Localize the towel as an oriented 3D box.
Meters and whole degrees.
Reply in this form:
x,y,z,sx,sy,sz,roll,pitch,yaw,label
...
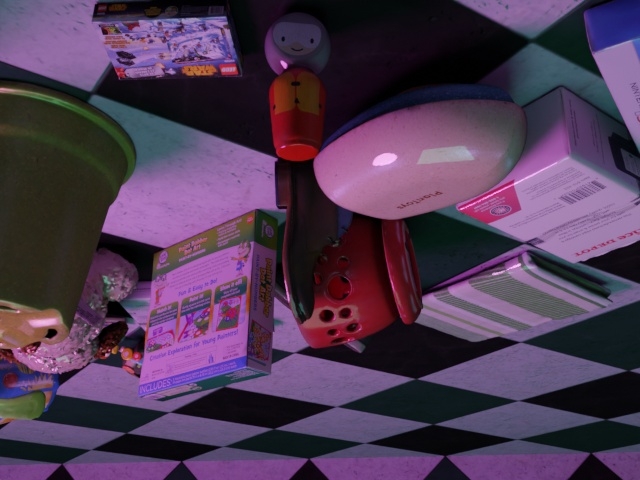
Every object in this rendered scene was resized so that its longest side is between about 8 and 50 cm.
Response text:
x,y,z,sx,sy,sz,roll,pitch,yaw,label
0.325,0.112,1.464,0.248,0.038,0.325,21,150,-32,towel

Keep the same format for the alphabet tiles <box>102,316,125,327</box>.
x,y,z,sx,sy,sz,roll,pitch,yaw,label
-0.546,0.152,1.533,0.342,0.011,0.285,5,167,-12,alphabet tiles

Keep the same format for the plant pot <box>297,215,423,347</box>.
x,y,z,sx,sy,sz,roll,pitch,yaw,label
0.054,0.052,1.182,0.174,0.191,0.191,-11,152,10,plant pot

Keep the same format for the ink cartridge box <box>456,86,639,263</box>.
x,y,z,sx,sy,sz,roll,pitch,yaw,label
0.312,-0.071,1.006,0.237,0.100,0.172,20,148,-33,ink cartridge box

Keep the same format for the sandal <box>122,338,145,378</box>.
x,y,z,sx,sy,sz,roll,pitch,yaw,label
-0.394,0.280,1.812,0.090,0.060,0.219,14,151,-24,sandal

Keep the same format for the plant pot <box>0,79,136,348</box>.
x,y,z,sx,sy,sz,roll,pitch,yaw,label
-0.382,-0.012,0.984,0.276,0.254,0.276,2,154,1,plant pot

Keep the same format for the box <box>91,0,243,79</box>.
x,y,z,sx,sy,sz,roll,pitch,yaw,label
-0.154,-0.207,0.829,0.137,0.027,0.094,-1,153,4,box

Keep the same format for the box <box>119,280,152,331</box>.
x,y,z,sx,sy,sz,roll,pitch,yaw,label
-0.287,0.127,1.517,0.145,0.038,0.186,-3,155,6,box

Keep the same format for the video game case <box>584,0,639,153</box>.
x,y,z,sx,sy,sz,roll,pitch,yaw,label
0.436,-0.186,0.809,0.269,0.061,0.244,-14,151,29,video game case

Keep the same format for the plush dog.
x,y,z,sx,sy,sz,roll,pitch,yaw,label
-0.439,0.143,1.330,0.262,0.210,0.225,3,142,-7,plush dog

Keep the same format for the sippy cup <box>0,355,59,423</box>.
x,y,z,sx,sy,sz,roll,pitch,yaw,label
-0.675,0.283,1.652,0.224,0.305,0.240,4,135,-45,sippy cup

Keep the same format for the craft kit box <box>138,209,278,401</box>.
x,y,z,sx,sy,sz,roll,pitch,yaw,label
-0.173,0.104,1.227,0.250,0.246,0.061,-20,150,38,craft kit box

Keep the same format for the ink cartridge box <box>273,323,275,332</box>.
x,y,z,sx,sy,sz,roll,pitch,yaw,label
-0.152,0.169,1.595,0.063,0.029,0.115,-30,142,28,ink cartridge box

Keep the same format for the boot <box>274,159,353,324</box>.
x,y,z,sx,sy,sz,roll,pitch,yaw,label
0.000,0.000,1.058,0.106,0.219,0.082,-5,-175,1,boot

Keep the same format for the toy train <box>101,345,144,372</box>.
x,y,z,sx,sy,sz,roll,pitch,yaw,label
-0.427,0.239,1.674,0.166,0.046,0.125,29,167,-22,toy train

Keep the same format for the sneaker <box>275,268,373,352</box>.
x,y,z,sx,sy,sz,roll,pitch,yaw,label
0.009,0.088,1.395,0.222,0.118,0.083,35,169,-5,sneaker

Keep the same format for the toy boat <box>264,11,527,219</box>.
x,y,z,sx,sy,sz,roll,pitch,yaw,label
0.069,-0.131,0.875,0.318,0.148,0.267,15,157,-42,toy boat
